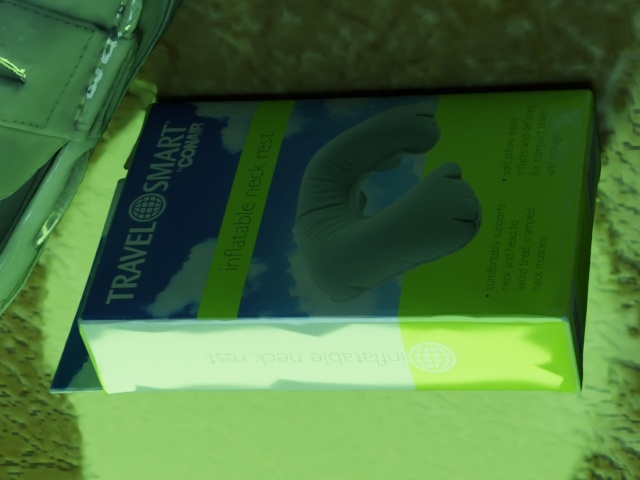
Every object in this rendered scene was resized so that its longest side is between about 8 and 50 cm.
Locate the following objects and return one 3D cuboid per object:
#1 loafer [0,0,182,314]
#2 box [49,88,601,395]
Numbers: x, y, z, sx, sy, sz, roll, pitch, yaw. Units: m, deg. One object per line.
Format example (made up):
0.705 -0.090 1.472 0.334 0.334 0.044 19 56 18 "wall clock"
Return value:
-0.108 -0.058 0.593 0.112 0.111 0.319 20 133 -5 "loafer"
0.000 0.000 0.622 0.178 0.109 0.042 -1 135 15 "box"
